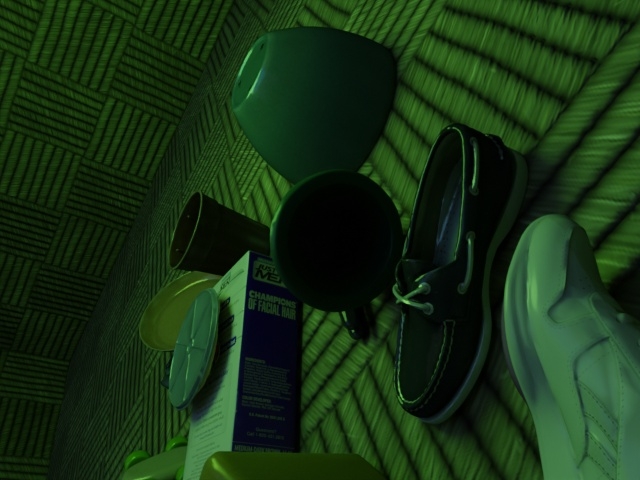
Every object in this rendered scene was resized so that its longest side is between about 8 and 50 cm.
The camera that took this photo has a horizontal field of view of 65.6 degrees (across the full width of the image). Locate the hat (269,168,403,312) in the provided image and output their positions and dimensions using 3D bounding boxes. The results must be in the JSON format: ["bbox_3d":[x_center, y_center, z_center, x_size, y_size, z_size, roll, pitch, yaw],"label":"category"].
[{"bbox_3d":[0.000,0.000,0.689,0.173,0.208,0.183,65,156,-6],"label":"hat"}]

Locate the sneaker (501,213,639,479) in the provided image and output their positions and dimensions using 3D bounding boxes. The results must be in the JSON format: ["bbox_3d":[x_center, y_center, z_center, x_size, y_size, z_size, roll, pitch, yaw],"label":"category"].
[{"bbox_3d":[0.208,0.115,0.315,0.152,0.114,0.305,-23,56,36],"label":"sneaker"}]

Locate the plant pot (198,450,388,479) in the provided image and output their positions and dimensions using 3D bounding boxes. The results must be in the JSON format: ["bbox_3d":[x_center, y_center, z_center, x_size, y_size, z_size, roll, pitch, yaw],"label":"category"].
[{"bbox_3d":[0.006,0.324,0.423,0.187,0.212,0.212,8,79,48],"label":"plant pot"}]

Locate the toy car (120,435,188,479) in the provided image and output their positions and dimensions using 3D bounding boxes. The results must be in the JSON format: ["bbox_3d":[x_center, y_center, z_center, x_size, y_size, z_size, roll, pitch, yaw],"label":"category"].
[{"bbox_3d":[-0.274,0.489,0.912,0.155,0.149,0.188,2,102,64],"label":"toy car"}]

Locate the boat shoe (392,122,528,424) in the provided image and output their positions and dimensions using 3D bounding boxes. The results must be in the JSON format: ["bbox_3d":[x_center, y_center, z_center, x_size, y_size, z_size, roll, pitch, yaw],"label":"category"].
[{"bbox_3d":[0.120,0.031,0.511,0.114,0.091,0.302,-3,70,60],"label":"boat shoe"}]

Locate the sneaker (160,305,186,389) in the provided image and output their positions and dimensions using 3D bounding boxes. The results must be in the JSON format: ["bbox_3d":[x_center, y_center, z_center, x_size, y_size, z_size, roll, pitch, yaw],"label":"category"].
[{"bbox_3d":[-0.308,0.245,1.127,0.163,0.086,0.226,-62,30,8],"label":"sneaker"}]

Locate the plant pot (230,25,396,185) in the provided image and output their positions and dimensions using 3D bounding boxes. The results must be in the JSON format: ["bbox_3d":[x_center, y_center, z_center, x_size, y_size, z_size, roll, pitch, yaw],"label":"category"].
[{"bbox_3d":[-0.039,-0.246,0.861,0.290,0.195,0.290,-39,41,44],"label":"plant pot"}]

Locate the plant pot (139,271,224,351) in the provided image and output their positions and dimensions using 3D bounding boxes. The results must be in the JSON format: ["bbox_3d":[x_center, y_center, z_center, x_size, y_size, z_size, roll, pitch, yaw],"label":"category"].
[{"bbox_3d":[-0.276,0.149,1.074,0.236,0.032,0.236,-16,38,13],"label":"plant pot"}]

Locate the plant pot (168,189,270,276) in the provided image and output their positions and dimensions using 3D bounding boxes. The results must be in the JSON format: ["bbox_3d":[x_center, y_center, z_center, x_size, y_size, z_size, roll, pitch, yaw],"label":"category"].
[{"bbox_3d":[-0.201,0.002,1.015,0.167,0.165,0.167,-37,43,45],"label":"plant pot"}]

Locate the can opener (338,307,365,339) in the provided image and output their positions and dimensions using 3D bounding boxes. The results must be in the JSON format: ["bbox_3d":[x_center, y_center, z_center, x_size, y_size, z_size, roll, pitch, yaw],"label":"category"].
[{"bbox_3d":[0.025,0.061,0.703,0.073,0.059,0.186,-33,49,9],"label":"can opener"}]

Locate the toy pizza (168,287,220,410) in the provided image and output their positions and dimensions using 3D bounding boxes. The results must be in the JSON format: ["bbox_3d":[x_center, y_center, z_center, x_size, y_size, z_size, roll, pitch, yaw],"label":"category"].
[{"bbox_3d":[-0.202,0.178,0.823,0.201,0.032,0.201,-43,36,44],"label":"toy pizza"}]

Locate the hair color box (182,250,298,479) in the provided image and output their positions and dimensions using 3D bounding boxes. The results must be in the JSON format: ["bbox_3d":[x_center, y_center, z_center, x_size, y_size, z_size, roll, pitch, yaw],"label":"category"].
[{"bbox_3d":[-0.123,0.210,0.806,0.185,0.110,0.339,-41,41,46],"label":"hair color box"}]
